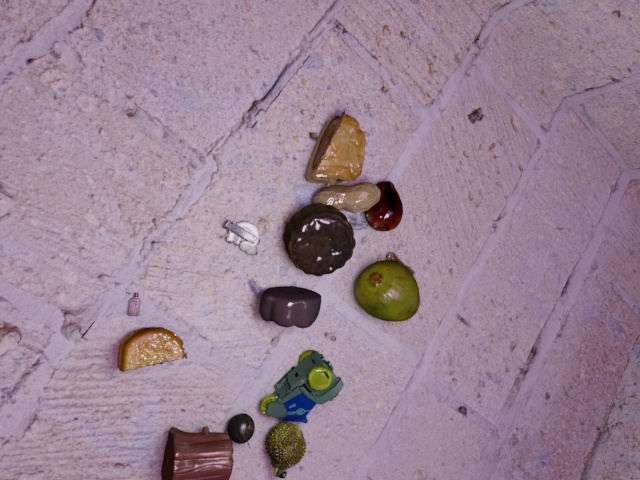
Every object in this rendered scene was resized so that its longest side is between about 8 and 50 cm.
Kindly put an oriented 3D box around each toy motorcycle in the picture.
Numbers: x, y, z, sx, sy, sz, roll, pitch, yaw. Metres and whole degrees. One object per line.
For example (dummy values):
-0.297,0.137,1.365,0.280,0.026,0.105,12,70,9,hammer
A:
-0.071,0.617,1.779,0.326,0.191,0.200,-41,108,-4,toy motorcycle

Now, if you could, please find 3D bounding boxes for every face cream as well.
-0.670,0.231,1.595,0.040,0.021,0.083,7,86,-25,face cream

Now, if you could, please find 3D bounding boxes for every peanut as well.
0.110,-0.176,1.863,0.291,0.130,0.130,-4,91,3,peanut

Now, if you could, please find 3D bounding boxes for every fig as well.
0.308,0.231,1.915,0.326,0.258,0.258,35,75,-39,fig

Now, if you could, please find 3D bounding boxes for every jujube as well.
0.281,-0.156,1.957,0.168,0.168,0.236,15,66,-23,jujube

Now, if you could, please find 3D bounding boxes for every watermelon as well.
-0.300,0.735,1.699,0.105,0.105,0.133,-20,79,-23,watermelon

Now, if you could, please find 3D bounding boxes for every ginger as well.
0.354,0.133,2.031,0.165,0.067,0.096,43,78,-2,ginger

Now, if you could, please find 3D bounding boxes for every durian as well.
-0.140,0.820,1.757,0.159,0.146,0.198,-9,99,-40,durian

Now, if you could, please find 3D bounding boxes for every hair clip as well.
-0.305,-0.023,1.749,0.172,0.049,0.116,34,81,-22,hair clip

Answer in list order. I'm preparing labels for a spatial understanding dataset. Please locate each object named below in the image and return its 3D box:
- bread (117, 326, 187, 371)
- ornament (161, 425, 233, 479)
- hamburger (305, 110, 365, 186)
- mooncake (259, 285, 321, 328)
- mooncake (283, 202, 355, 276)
-0.596,0.378,1.558,0.229,0.143,0.139,-7,93,-26,bread
-0.444,0.802,1.597,0.218,0.221,0.235,10,40,-27,ornament
0.081,-0.348,1.864,0.209,0.162,0.329,30,74,-24,hamburger
-0.117,0.256,1.729,0.245,0.245,0.133,9,93,-24,mooncake
0.000,0.000,1.774,0.291,0.161,0.290,-5,112,-11,mooncake
